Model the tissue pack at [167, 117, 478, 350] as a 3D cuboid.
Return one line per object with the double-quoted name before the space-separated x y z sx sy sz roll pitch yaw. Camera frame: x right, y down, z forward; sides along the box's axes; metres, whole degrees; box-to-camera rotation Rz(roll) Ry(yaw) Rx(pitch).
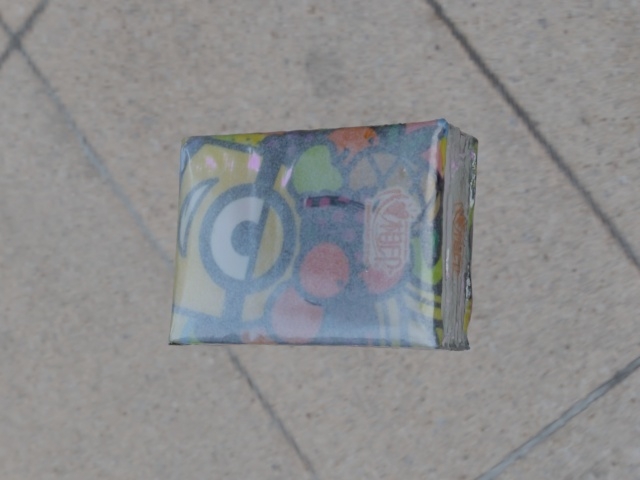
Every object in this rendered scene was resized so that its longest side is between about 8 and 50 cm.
"tissue pack" 0.000 0.000 0.644 0.148 0.060 0.108 0 84 27
